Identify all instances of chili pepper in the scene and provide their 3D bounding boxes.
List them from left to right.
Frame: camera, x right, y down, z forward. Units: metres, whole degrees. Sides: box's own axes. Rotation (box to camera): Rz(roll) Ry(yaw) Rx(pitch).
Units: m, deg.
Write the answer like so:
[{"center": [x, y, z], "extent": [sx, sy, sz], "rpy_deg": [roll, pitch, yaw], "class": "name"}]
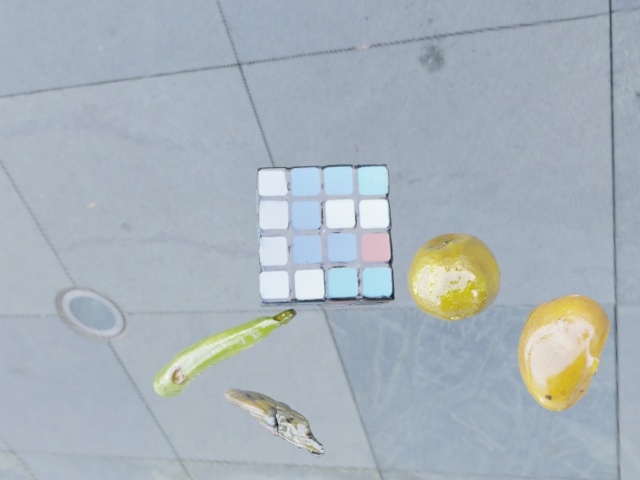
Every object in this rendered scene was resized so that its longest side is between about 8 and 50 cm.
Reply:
[{"center": [-0.122, 0.129, 0.876], "extent": [0.208, 0.043, 0.049], "rpy_deg": [-31, 124, 21], "class": "chili pepper"}]

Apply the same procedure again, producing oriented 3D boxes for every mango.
[{"center": [0.561, 0.263, 1.801], "extent": [0.191, 0.160, 0.290], "rpy_deg": [16, 103, 24], "class": "mango"}]

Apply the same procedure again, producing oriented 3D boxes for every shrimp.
[{"center": [-0.093, 0.326, 1.440], "extent": [0.145, 0.059, 0.254], "rpy_deg": [39, 168, -34], "class": "shrimp"}]

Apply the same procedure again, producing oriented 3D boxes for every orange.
[{"center": [0.391, 0.103, 2.251], "extent": [0.279, 0.279, 0.235], "rpy_deg": [-1, 116, 18], "class": "orange"}]

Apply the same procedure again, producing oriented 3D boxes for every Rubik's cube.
[{"center": [0.000, 0.000, 0.902], "extent": [0.151, 0.154, 0.155], "rpy_deg": [-1, 173, -4], "class": "Rubik's cube"}]
